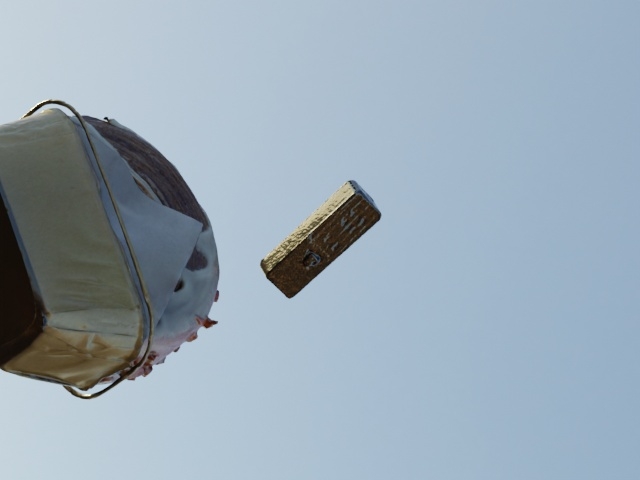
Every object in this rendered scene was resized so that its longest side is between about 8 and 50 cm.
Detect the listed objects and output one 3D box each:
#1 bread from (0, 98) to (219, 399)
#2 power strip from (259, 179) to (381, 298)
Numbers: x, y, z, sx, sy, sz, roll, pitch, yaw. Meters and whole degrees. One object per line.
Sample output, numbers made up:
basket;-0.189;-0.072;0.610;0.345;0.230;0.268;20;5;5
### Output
bread;-0.183;0.010;1.373;0.142;0.212;0.224;-34;-110;33
power strip;0.000;0.000;1.517;0.038;0.111;0.029;43;8;-28
